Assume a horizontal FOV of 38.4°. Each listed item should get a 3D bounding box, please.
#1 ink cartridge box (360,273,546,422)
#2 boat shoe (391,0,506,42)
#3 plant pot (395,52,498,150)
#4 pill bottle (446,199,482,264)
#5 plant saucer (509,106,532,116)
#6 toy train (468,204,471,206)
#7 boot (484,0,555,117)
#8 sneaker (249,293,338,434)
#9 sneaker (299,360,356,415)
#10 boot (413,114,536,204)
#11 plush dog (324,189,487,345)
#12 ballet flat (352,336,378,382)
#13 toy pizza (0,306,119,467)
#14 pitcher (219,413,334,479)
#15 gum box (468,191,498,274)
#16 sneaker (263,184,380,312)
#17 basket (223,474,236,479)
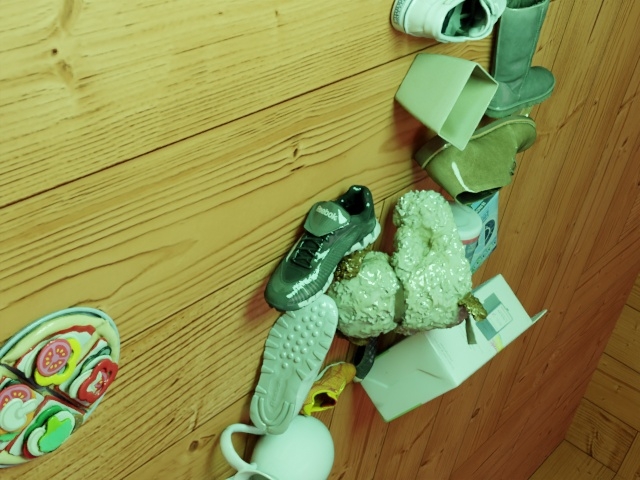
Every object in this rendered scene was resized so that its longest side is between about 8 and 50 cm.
[{"bbox_3d":[0.252,0.186,1.729,0.353,0.119,0.207,-26,171,-46],"label":"ink cartridge box"},{"bbox_3d":[0.198,-0.306,1.253,0.258,0.084,0.095,-26,139,-46],"label":"boat shoe"},{"bbox_3d":[0.171,-0.205,1.302,0.109,0.096,0.109,-62,152,6],"label":"plant pot"},{"bbox_3d":[0.206,0.030,1.590,0.108,0.108,0.180,-29,141,-44],"label":"pill bottle"},{"bbox_3d":[0.361,-0.240,1.668,0.083,0.015,0.083,-39,147,-32],"label":"plant saucer"},{"bbox_3d":[0.270,-0.076,1.677,0.083,0.023,0.017,-39,147,-32],"label":"toy train"},{"bbox_3d":[0.338,-0.318,1.502,0.189,0.076,0.209,-34,138,-38],"label":"boot"},{"bbox_3d":[-0.035,0.177,1.388,0.235,0.090,0.095,-64,165,19],"label":"sneaker"},{"bbox_3d":[0.011,0.254,1.543,0.175,0.067,0.064,-22,134,-51],"label":"sneaker"},{"bbox_3d":[0.278,-0.128,1.507,0.305,0.115,0.112,-20,160,-46],"label":"boot"},{"bbox_3d":[0.115,0.080,1.416,0.225,0.211,0.263,-11,126,-10],"label":"plush dog"},{"bbox_3d":[0.075,0.175,1.604,0.049,0.057,0.173,5,120,-15],"label":"ballet flat"},{"bbox_3d":[-0.289,0.163,0.987,0.201,0.032,0.201,-40,148,-32],"label":"toy pizza"},{"bbox_3d":[-0.070,0.337,1.442,0.125,0.178,0.207,-26,-174,28],"label":"pitcher"},{"bbox_3d":[0.278,0.004,1.755,0.157,0.041,0.184,-47,150,-21],"label":"gum box"},{"bbox_3d":[0.000,0.000,1.258,0.234,0.078,0.106,-42,146,-35],"label":"sneaker"},{"bbox_3d":[-0.135,0.453,1.455,0.167,0.113,0.103,-9,128,-55],"label":"basket"}]
